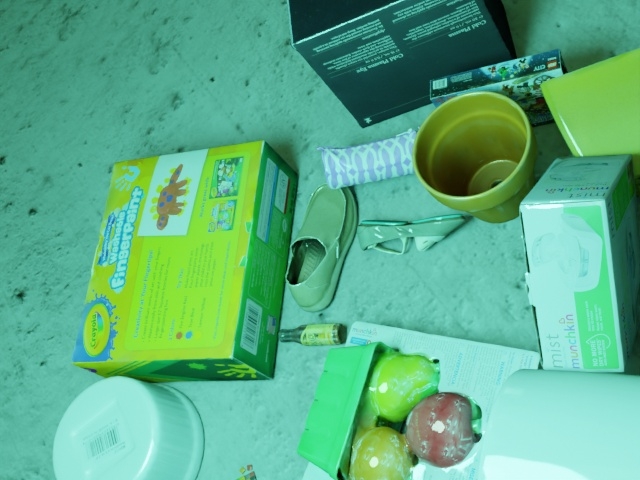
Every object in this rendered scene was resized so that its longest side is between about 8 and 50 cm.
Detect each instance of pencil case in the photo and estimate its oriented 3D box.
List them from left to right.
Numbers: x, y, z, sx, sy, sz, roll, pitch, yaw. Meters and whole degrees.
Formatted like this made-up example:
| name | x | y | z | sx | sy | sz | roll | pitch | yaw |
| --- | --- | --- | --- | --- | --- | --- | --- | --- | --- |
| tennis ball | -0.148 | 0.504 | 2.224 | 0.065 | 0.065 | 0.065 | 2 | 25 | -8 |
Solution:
| name | x | y | z | sx | sy | sz | roll | pitch | yaw |
| --- | --- | --- | --- | --- | --- | --- | --- | --- | --- |
| pencil case | 0.103 | -0.155 | 1.726 | 0.206 | 0.088 | 0.086 | -12 | 16 | 2 |

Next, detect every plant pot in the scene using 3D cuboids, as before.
| name | x | y | z | sx | sy | sz | roll | pitch | yaw |
| --- | --- | --- | --- | --- | --- | --- | --- | --- | --- |
| plant pot | 0.286 | -0.123 | 1.581 | 0.205 | 0.188 | 0.205 | -12 | 62 | 23 |
| plant pot | 0.504 | -0.177 | 1.488 | 0.212 | 0.212 | 0.187 | -18 | 73 | 20 |

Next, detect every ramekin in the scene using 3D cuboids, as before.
| name | x | y | z | sx | sy | sz | roll | pitch | yaw |
| --- | --- | --- | --- | --- | --- | --- | --- | --- | --- |
| ramekin | -0.373 | 0.391 | 1.725 | 0.277 | 0.135 | 0.277 | -12 | 61 | 23 |

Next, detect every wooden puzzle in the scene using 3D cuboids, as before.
| name | x | y | z | sx | sy | sz | roll | pitch | yaw |
| --- | --- | --- | --- | --- | --- | --- | --- | --- | --- |
| wooden puzzle | -0.135 | 0.449 | 1.646 | 0.049 | 0.006 | 0.083 | -31 | 56 | 12 |

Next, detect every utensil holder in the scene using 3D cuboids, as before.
| name | x | y | z | sx | sy | sz | roll | pitch | yaw |
| --- | --- | --- | --- | --- | --- | --- | --- | --- | --- |
| utensil holder | 0.439 | 0.336 | 1.196 | 0.386 | 0.327 | 0.327 | 1 | 68 | 30 |

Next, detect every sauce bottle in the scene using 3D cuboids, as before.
| name | x | y | z | sx | sy | sz | roll | pitch | yaw |
| --- | --- | --- | --- | --- | --- | --- | --- | --- | --- |
| sauce bottle | -0.017 | 0.176 | 1.693 | 0.128 | 0.042 | 0.042 | -7 | 64 | 28 |

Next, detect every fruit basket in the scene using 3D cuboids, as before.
| name | x | y | z | sx | sy | sz | roll | pitch | yaw |
| --- | --- | --- | --- | --- | --- | --- | --- | --- | --- |
| fruit basket | 0.153 | 0.307 | 1.462 | 0.353 | 0.165 | 0.327 | 8 | 71 | 30 |

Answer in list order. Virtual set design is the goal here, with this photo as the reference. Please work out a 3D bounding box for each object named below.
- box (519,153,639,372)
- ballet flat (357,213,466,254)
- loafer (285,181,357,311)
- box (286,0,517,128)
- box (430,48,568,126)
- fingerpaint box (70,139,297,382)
| name | x | y | z | sx | sy | sz | roll | pitch | yaw |
| --- | --- | --- | --- | --- | --- | --- | --- | --- | --- |
| box | 0.394 | 0.028 | 1.355 | 0.127 | 0.231 | 0.261 | -2 | 109 | 28 |
| ballet flat | 0.168 | -0.010 | 1.676 | 0.213 | 0.072 | 0.068 | -4 | 93 | 28 |
| loafer | 0.000 | 0.000 | 1.736 | 0.102 | 0.092 | 0.268 | -1 | 67 | 28 |
| box | 0.156 | -0.408 | 1.712 | 0.343 | 0.312 | 0.178 | -17 | 60 | 20 |
| box | 0.333 | -0.255 | 1.636 | 0.233 | 0.159 | 0.044 | -10 | 61 | 25 |
| fingerpaint box | -0.262 | 0.051 | 1.811 | 0.371 | 0.163 | 0.444 | -6 | 64 | 25 |
